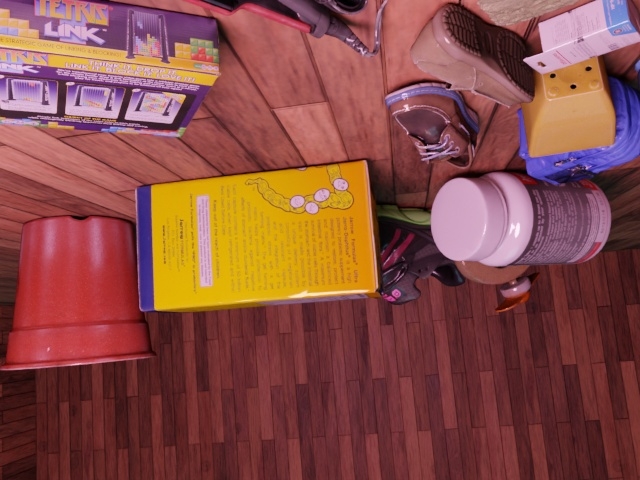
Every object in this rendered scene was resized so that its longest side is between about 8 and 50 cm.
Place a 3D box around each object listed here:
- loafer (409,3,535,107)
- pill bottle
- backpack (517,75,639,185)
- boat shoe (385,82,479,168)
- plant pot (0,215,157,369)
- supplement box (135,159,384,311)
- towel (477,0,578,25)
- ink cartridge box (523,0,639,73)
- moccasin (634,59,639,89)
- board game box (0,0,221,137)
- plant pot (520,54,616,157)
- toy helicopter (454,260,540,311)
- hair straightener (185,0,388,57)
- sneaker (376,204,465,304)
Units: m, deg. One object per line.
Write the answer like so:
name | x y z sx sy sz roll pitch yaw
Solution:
loafer | 0.131 -0.152 0.490 0.148 0.056 0.050 16 161 -40
pill bottle | 0.345 -0.036 1.001 0.283 0.162 0.161 0 170 -28
backpack | 0.284 -0.120 0.630 0.101 0.098 0.120 7 167 -38
boat shoe | 0.134 -0.121 0.637 0.066 0.066 0.183 -12 169 37
plant pot | -0.457 0.100 1.106 0.272 0.265 0.272 -4 171 -1
supplement box | -0.086 0.006 0.928 0.356 0.196 0.194 -5 172 8
towel | 0.164 -0.185 0.365 0.148 0.027 0.110 -12 170 35
ink cartridge box | 0.215 -0.170 0.481 0.083 0.028 0.048 -12 169 39
moccasin | 0.464 -0.140 0.525 0.341 0.117 0.138 -4 171 -6
board game box | -0.180 -0.132 0.454 0.170 0.048 0.141 0 168 -26
plant pot | 0.236 -0.138 0.552 0.081 0.082 0.083 -7 162 18
toy helicopter | 0.433 0.023 1.199 0.354 0.235 0.140 -2 171 -21
hair straightener | -0.017 -0.159 0.358 0.089 0.047 0.230 -11 170 37
sneaker | 0.128 0.036 1.219 0.482 0.203 0.185 -1 170 -22
